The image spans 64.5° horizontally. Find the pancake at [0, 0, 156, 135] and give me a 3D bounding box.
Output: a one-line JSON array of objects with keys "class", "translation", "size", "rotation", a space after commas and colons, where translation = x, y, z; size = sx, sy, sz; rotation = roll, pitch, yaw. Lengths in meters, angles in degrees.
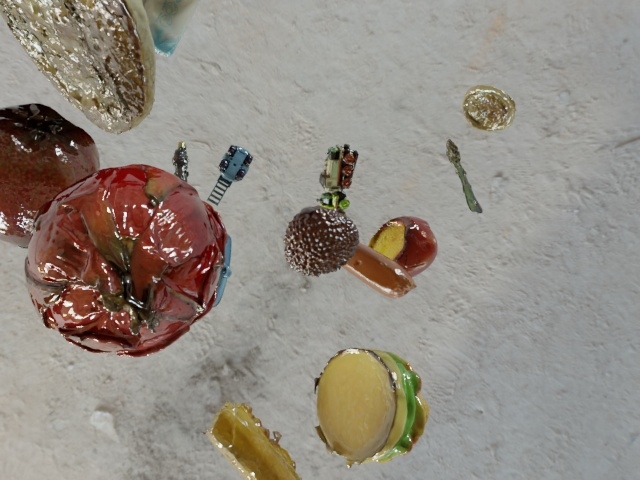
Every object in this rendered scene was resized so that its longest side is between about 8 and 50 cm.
[{"class": "pancake", "translation": [-0.338, -0.299, 0.645], "size": [0.356, 0.356, 0.065], "rotation": [42, 63, -7]}]

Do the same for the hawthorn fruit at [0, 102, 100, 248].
[{"class": "hawthorn fruit", "translation": [-0.368, -0.071, 0.635], "size": [0.169, 0.169, 0.188], "rotation": [28, 115, -7]}]

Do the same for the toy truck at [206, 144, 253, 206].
[{"class": "toy truck", "translation": [-0.204, -0.144, 1.123], "size": [0.063, 0.074, 0.136], "rotation": [32, 73, -14]}]

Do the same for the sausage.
[{"class": "sausage", "translation": [0.109, 0.055, 1.408], "size": [0.348, 0.097, 0.094], "rotation": [32, 86, 33]}]

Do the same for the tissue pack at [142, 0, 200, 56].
[{"class": "tissue pack", "translation": [-0.260, -0.471, 0.831], "size": [0.271, 0.124, 0.201], "rotation": [-53, 55, 23]}]

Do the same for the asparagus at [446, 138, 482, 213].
[{"class": "asparagus", "translation": [0.243, -0.100, 0.855], "size": [0.022, 0.233, 0.023], "rotation": [-25, 57, 15]}]

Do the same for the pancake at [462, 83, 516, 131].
[{"class": "pancake", "translation": [0.454, -0.355, 1.370], "size": [0.151, 0.152, 0.025], "rotation": [45, 57, -7]}]

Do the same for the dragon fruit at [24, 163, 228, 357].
[{"class": "dragon fruit", "translation": [-0.168, 0.016, 0.456], "size": [0.172, 0.209, 0.172], "rotation": [2, 83, -19]}]

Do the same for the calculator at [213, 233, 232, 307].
[{"class": "calculator", "translation": [-0.298, 0.044, 1.093], "size": [0.293, 0.051, 0.172], "rotation": [9, 88, 35]}]

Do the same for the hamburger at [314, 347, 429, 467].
[{"class": "hamburger", "translation": [0.111, 0.324, 0.996], "size": [0.149, 0.237, 0.237], "rotation": [20, 95, -40]}]

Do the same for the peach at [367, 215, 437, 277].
[{"class": "peach", "translation": [0.243, 0.027, 1.570], "size": [0.226, 0.196, 0.189], "rotation": [-18, 75, -11]}]

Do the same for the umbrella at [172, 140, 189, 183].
[{"class": "umbrella", "translation": [-0.332, -0.174, 1.204], "size": [0.040, 0.037, 0.143], "rotation": [7, 57, -24]}]

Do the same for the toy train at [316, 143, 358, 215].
[{"class": "toy train", "translation": [0.034, -0.112, 1.214], "size": [0.085, 0.053, 0.249], "rotation": [-1, 123, -16]}]

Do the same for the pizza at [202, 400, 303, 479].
[{"class": "pizza", "translation": [-0.082, 0.348, 0.793], "size": [0.074, 0.182, 0.365], "rotation": [-34, 124, -12]}]

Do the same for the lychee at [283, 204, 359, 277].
[{"class": "lychee", "translation": [-0.002, 0.000, 0.854], "size": [0.129, 0.123, 0.123], "rotation": [-44, 97, 8]}]
